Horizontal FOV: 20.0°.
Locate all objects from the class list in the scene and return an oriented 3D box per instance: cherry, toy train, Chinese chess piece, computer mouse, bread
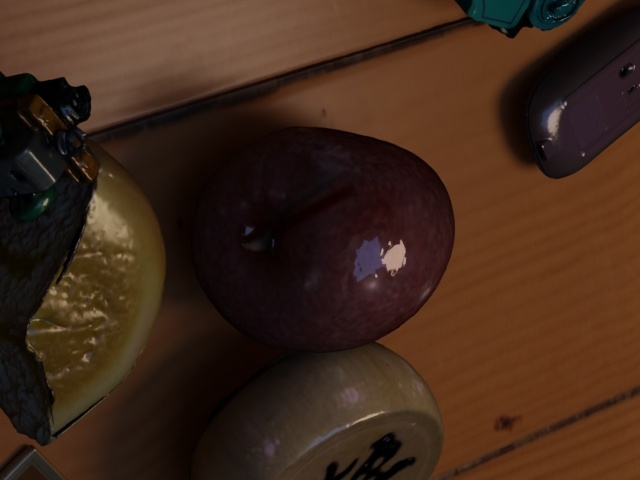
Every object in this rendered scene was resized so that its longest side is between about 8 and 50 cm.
[{"bbox_3d":[0.000,0.000,1.673,0.285,0.236,0.212,-12,122,-60],"label":"cherry"},{"bbox_3d":[-0.268,-0.085,1.497,0.091,0.228,0.136,52,45,-34],"label":"toy train"},{"bbox_3d":[-0.003,0.210,1.765,0.257,0.104,0.257,-25,145,-18],"label":"Chinese chess piece"},{"bbox_3d":[0.201,-0.292,1.770,0.154,0.107,0.198,10,123,-39],"label":"toy train"},{"bbox_3d":[0.301,-0.160,1.931,0.232,0.057,0.120,-38,123,-20],"label":"computer mouse"},{"bbox_3d":[-0.226,0.044,1.599,0.156,0.158,0.260,25,90,-47],"label":"bread"}]

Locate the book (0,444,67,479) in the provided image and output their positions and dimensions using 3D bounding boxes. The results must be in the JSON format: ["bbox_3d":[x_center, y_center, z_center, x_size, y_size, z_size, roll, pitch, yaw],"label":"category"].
[{"bbox_3d":[-0.265,0.329,1.741,0.170,0.018,0.241,-46,125,-13],"label":"book"}]
